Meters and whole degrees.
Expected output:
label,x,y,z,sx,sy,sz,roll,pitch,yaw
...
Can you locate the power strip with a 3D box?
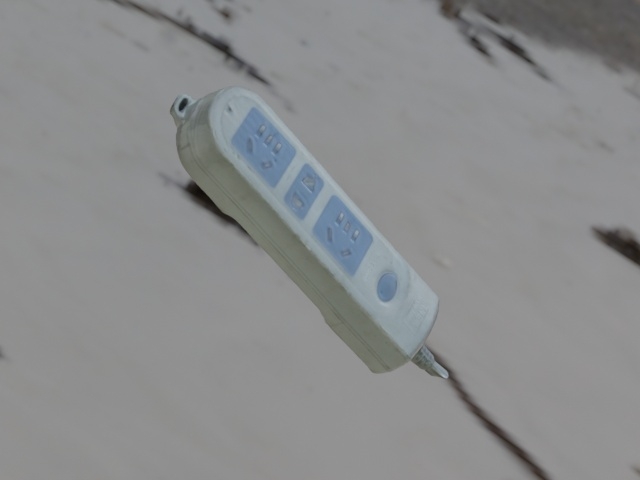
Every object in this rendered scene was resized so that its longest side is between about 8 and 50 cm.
label,x,y,z,sx,sy,sz,roll,pitch,yaw
power strip,0.000,0.000,0.814,0.191,0.030,0.047,47,45,-18
